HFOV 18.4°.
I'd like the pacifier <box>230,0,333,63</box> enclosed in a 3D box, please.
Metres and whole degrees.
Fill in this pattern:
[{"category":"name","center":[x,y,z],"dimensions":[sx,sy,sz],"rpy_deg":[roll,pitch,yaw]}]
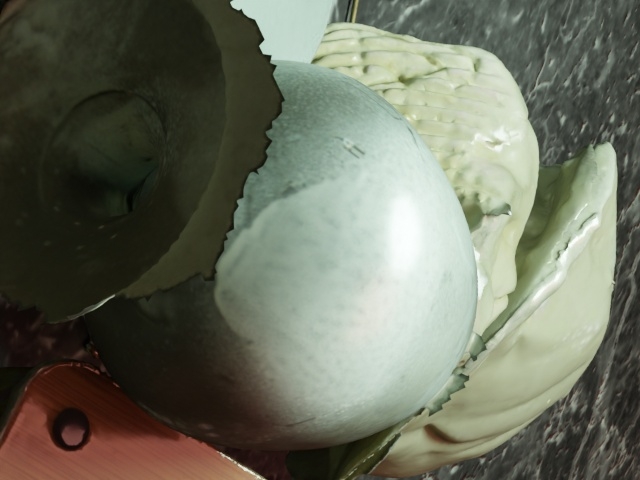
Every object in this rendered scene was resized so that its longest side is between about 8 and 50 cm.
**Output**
[{"category":"pacifier","center":[-0.034,-0.229,1.178],"dimensions":[0.343,0.269,0.288],"rpy_deg":[-6,92,-63]}]

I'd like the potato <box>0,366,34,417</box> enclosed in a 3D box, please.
[{"category":"potato","center":[-0.124,0.212,1.275],"dimensions":[0.397,0.290,0.296],"rpy_deg":[-10,118,-25]}]

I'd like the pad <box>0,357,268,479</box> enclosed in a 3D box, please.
[{"category":"pad","center":[-0.115,0.248,1.147],"dimensions":[0.286,0.018,0.284],"rpy_deg":[37,67,-30]}]

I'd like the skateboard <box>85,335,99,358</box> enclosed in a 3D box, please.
[{"category":"skateboard","center":[-0.152,0.057,1.381],"dimensions":[0.032,0.064,0.083],"rpy_deg":[-42,134,-17]}]

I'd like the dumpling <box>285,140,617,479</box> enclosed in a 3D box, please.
[{"category":"dumpling","center":[0.104,0.087,1.578],"dimensions":[0.395,0.233,0.315],"rpy_deg":[-40,-167,41]}]

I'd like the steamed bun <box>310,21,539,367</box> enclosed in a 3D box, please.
[{"category":"steamed bun","center":[0.000,0.000,1.410],"dimensions":[0.320,0.275,0.206],"rpy_deg":[-15,146,-15]}]

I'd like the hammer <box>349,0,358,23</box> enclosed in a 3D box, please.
[{"category":"hammer","center":[0.027,-0.187,1.567],"dimensions":[0.029,0.014,0.123],"rpy_deg":[-26,129,-63]}]

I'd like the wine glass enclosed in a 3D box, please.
[{"category":"wine glass","center":[-0.047,-0.005,1.088],"dimensions":[0.323,0.238,0.238],"rpy_deg":[28,85,-57]}]
